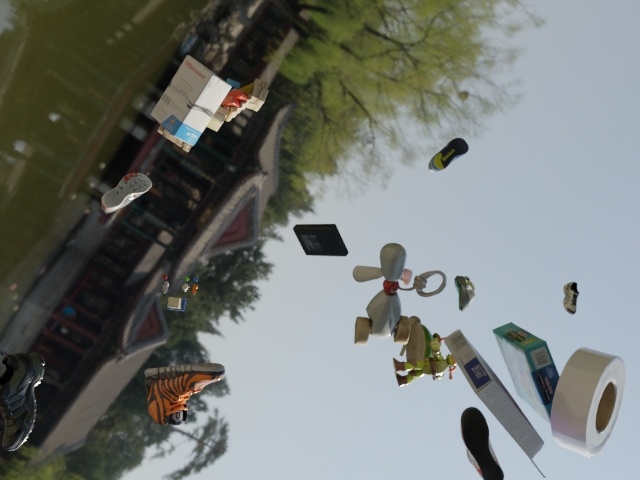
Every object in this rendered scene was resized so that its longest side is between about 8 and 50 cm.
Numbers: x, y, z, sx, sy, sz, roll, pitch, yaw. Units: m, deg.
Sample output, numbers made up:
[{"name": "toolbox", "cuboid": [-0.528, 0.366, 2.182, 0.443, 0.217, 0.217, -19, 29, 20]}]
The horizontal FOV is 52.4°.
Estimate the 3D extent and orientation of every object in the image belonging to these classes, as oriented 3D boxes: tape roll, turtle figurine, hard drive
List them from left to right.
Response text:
[{"name": "hard drive", "cuboid": [0.000, 0.000, 1.680, 0.135, 0.094, 0.022, 1, -143, 42]}, {"name": "turtle figurine", "cuboid": [0.345, 0.407, 2.067, 0.270, 0.217, 0.087, 75, 1, -51]}, {"name": "tape roll", "cuboid": [0.746, 0.446, 1.806, 0.100, 0.286, 0.286, 14, -113, 41]}]

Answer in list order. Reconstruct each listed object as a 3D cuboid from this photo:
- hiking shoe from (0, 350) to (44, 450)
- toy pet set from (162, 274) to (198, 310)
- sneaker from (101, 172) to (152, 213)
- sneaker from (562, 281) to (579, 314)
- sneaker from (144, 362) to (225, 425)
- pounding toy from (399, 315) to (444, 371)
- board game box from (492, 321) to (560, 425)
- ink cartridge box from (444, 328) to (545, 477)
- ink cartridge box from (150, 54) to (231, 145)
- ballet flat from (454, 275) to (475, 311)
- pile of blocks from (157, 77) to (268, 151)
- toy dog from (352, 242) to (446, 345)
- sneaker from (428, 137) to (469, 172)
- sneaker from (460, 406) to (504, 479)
[{"name": "hiking shoe", "cuboid": [-0.722, 0.368, 1.503, 0.086, 0.114, 0.227, -5, -107, 43]}, {"name": "toy pet set", "cuboid": [-0.474, 0.179, 2.201, 0.065, 0.122, 0.114, 68, 29, -79]}, {"name": "sneaker", "cuboid": [-0.501, -0.119, 1.655, 0.158, 0.061, 0.065, -40, 180, -43]}, {"name": "sneaker", "cuboid": [0.616, 0.139, 1.592, 0.037, 0.031, 0.083, 127, -30, -59]}, {"name": "sneaker", "cuboid": [-0.411, 0.471, 1.991, 0.321, 0.124, 0.180, -14, -105, 37]}, {"name": "pounding toy", "cuboid": [0.381, 0.384, 2.341, 0.237, 0.110, 0.183, -127, -134, -74]}, {"name": "board game box", "cuboid": [0.672, 0.418, 2.081, 0.079, 0.254, 0.336, -22, -178, 0]}, {"name": "ink cartridge box", "cuboid": [0.493, 0.436, 1.793, 0.071, 0.330, 0.324, -39, -165, 6]}, {"name": "ink cartridge box", "cuboid": [-0.344, -0.370, 1.718, 0.139, 0.082, 0.191, 42, -80, 37]}, {"name": "ballet flat", "cuboid": [0.514, 0.182, 2.296, 0.213, 0.068, 0.072, -76, 162, -65]}, {"name": "pile of blocks", "cuboid": [-0.301, -0.401, 1.885, 0.362, 0.149, 0.112, -36, -176, -24]}, {"name": "toy dog", "cuboid": [0.187, 0.146, 1.833, 0.334, 0.220, 0.161, -62, -163, 24]}, {"name": "sneaker", "cuboid": [0.345, -0.232, 1.769, 0.144, 0.053, 0.059, -34, 178, -27]}, {"name": "sneaker", "cuboid": [0.493, 0.636, 2.072, 0.090, 0.270, 0.145, -23, -172, -3]}]
